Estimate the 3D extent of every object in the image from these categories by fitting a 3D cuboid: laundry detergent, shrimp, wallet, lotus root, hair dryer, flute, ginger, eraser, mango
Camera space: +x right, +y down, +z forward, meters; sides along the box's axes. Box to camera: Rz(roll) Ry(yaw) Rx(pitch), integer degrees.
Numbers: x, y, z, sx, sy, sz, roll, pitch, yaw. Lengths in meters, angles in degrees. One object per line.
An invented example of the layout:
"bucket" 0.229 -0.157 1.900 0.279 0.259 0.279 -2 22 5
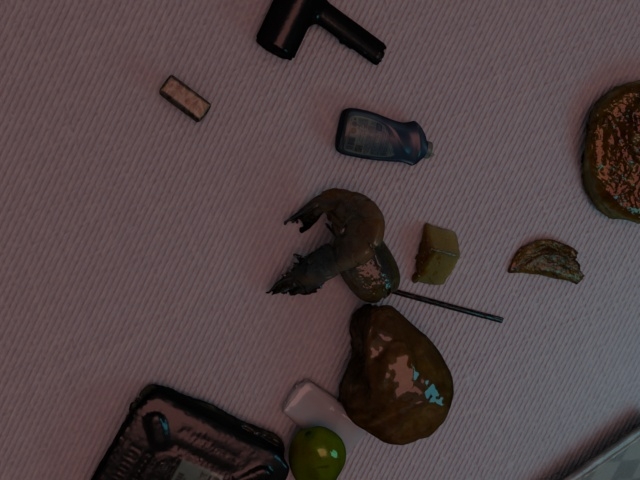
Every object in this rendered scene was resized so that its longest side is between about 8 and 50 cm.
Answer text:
"laundry detergent" 0.136 -0.203 1.549 0.206 0.061 0.097 11 93 -12
"shrimp" -0.005 -0.001 1.506 0.075 0.289 0.178 10 56 -47
"wallet" 0.008 0.371 1.611 0.190 0.033 0.095 42 86 -13
"lotus root" 0.084 0.035 1.550 0.113 0.088 0.192 -35 99 -23
"hair dryer" 0.021 -0.417 1.494 0.251 0.089 0.197 27 91 -19
"flute" 0.272 0.139 1.642 0.269 0.014 0.014 16 94 -12
"ginger" 0.162 0.273 1.542 0.222 0.200 0.270 13 95 -10
"eraser" 0.628 0.578 1.731 0.396 0.082 0.213 -32 101 -6
"mango" -0.012 0.450 1.572 0.117 0.089 0.163 21 122 1

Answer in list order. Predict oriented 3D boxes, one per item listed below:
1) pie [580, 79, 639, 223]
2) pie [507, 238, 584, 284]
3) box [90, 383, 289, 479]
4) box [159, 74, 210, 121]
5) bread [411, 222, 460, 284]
"pie" 0.694 -0.195 1.645 0.314 0.092 0.316 -1 98 -9
"pie" 0.496 0.044 1.665 0.169 0.034 0.092 13 96 -6
"box" -0.279 0.502 1.543 0.350 0.091 0.359 29 93 -13
"box" -0.258 -0.269 1.464 0.098 0.062 0.045 35 89 -15
"bread" 0.242 0.036 1.623 0.084 0.080 0.109 12 130 -12
